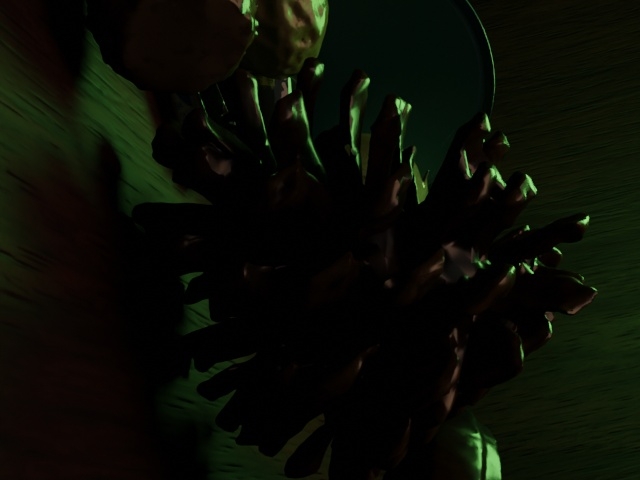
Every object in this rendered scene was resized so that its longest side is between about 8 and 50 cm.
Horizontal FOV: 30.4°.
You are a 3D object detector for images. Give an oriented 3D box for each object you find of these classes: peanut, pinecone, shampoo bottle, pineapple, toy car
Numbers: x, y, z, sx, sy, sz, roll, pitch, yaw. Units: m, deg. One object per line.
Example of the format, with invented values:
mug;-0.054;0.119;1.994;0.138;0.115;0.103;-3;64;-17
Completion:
peanut;-0.072;-0.310;1.188;0.152;0.152;0.313;-82;162;-67
pinecone;0.016;0.007;1.008;0.384;0.384;0.384;-14;90;-81
shampoo bottle;0.071;-0.224;1.634;0.342;0.331;0.331;-59;135;-78
pineapple;-0.152;-0.267;1.004;0.170;0.141;0.310;30;30;-44
toy car;-0.129;-0.151;1.179;0.095;0.056;0.205;-78;149;-69

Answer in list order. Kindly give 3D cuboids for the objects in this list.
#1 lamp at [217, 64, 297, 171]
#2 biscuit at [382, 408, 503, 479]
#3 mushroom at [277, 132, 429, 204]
lamp;-0.072;-0.165;1.359;0.172;0.147;0.227;90;-2;-75
biscuit;0.088;0.354;1.122;0.407;0.091;0.407;-167;-90;-89
mushroom;0.000;0.000;1.383;0.189;0.195;0.253;-46;161;-57
